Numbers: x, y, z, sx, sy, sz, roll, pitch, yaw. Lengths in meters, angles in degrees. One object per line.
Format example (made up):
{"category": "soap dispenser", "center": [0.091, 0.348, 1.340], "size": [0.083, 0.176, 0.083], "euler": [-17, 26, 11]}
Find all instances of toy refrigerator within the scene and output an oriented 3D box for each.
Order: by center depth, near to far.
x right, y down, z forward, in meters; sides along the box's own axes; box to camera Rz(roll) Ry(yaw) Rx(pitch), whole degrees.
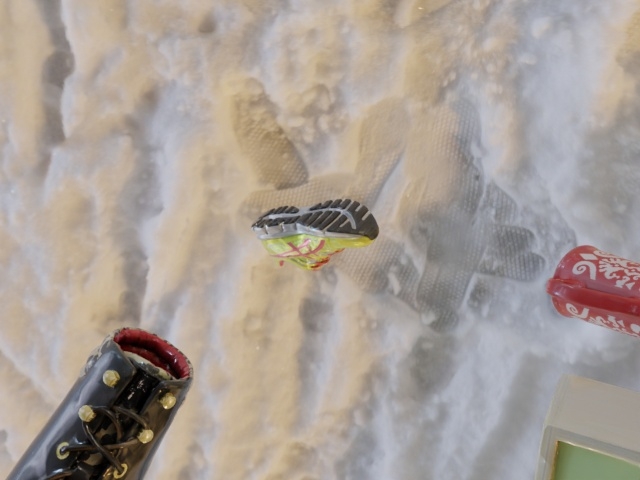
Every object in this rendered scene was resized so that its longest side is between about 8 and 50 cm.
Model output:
{"category": "toy refrigerator", "center": [0.232, 0.263, 0.529], "size": [0.102, 0.094, 0.270], "euler": [12, 114, 27]}

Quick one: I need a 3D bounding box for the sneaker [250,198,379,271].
{"category": "sneaker", "center": [0.000, 0.000, 0.872], "size": [0.208, 0.081, 0.094], "euler": [1, 121, 41]}

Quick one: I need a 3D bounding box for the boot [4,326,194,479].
{"category": "boot", "center": [-0.149, 0.152, 0.353], "size": [0.085, 0.236, 0.179], "euler": [30, 89, -10]}

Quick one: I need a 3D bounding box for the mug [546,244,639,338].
{"category": "mug", "center": [0.410, 0.087, 0.853], "size": [0.150, 0.169, 0.113], "euler": [-25, 112, -18]}
